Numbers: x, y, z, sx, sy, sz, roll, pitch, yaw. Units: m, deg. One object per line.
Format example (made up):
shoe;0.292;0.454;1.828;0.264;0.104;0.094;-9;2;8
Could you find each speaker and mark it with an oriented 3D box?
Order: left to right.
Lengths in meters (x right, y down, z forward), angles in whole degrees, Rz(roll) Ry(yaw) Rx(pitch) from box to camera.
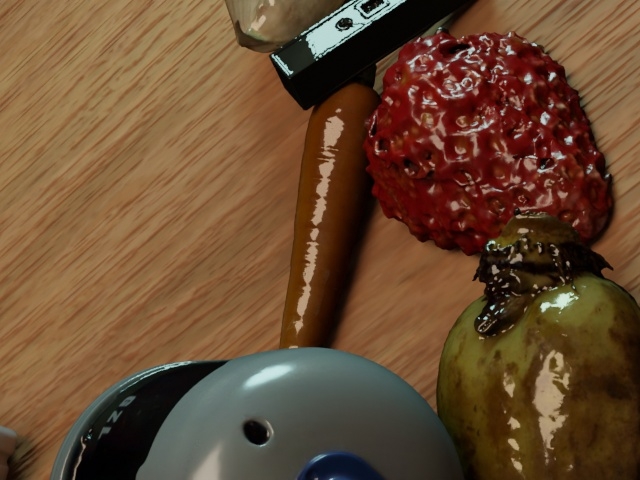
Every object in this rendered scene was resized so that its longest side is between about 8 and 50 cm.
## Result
speaker;0.049;-0.186;1.609;0.191;0.046;0.040;-34;49;-5

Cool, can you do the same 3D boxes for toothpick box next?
toothpick box;-0.030;0.204;1.374;0.355;0.263;0.263;-17;59;65

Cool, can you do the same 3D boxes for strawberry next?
strawberry;0.122;-0.079;1.512;0.190;0.111;0.236;-54;49;7

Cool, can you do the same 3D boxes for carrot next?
carrot;0.000;0.000;1.615;0.069;0.069;0.336;6;80;41

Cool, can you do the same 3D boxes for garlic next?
garlic;-0.040;-0.271;1.690;0.145;0.164;0.245;-6;74;20

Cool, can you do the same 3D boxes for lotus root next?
lotus root;0.167;0.138;1.370;0.169;0.141;0.314;-9;79;42

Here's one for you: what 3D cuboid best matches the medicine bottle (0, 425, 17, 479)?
medicine bottle;-0.376;0.281;1.769;0.133;0.133;0.249;6;78;41
